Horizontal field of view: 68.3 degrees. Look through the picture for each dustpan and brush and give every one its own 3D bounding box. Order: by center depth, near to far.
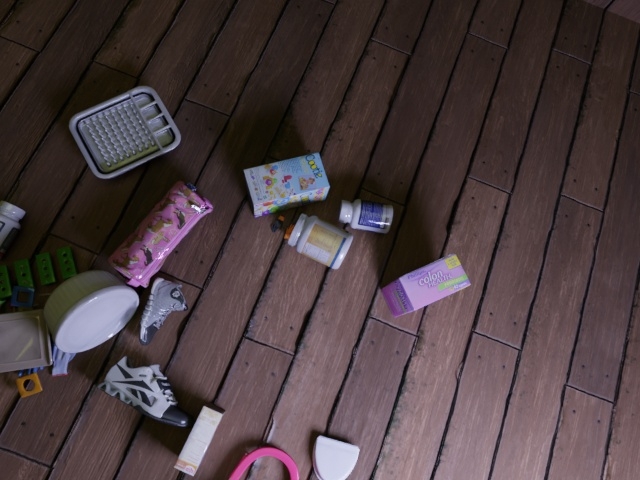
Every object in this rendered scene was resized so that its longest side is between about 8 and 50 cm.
[{"bbox_3d":[0.030,0.755,1.515,0.147,0.060,0.211,16,67,-1],"label":"dustpan and brush"}]

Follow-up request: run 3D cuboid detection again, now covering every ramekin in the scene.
[{"bbox_3d":[-0.720,0.211,1.469,0.273,0.273,0.127,-42,70,-15],"label":"ramekin"}]

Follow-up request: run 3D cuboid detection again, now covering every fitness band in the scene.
[{"bbox_3d":[-0.194,0.794,1.476,0.209,0.054,0.290,34,75,0],"label":"fitness band"}]

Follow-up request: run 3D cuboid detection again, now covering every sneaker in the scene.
[{"bbox_3d":[-0.522,0.468,1.475,0.331,0.122,0.146,24,66,10],"label":"sneaker"},{"bbox_3d":[-0.514,0.242,1.571,0.132,0.086,0.228,11,73,-6],"label":"sneaker"}]

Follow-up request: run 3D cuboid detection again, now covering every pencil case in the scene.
[{"bbox_3d":[-0.540,-0.021,1.600,0.160,0.167,0.386,41,74,-13],"label":"pencil case"}]

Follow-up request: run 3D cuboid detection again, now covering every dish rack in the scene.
[{"bbox_3d":[-0.707,-0.388,1.727,0.333,0.072,0.285,-29,81,-14],"label":"dish rack"}]

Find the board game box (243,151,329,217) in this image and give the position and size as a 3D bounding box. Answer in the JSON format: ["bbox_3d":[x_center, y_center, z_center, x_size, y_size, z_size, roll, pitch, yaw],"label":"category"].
[{"bbox_3d":[-0.125,-0.199,1.707,0.276,0.142,0.144,-15,77,-10],"label":"board game box"}]

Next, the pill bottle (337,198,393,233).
[{"bbox_3d":[0.162,-0.092,1.728,0.187,0.112,0.111,10,74,-5],"label":"pill bottle"}]

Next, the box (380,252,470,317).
[{"bbox_3d":[0.351,0.160,1.614,0.214,0.243,0.117,-22,78,-13],"label":"box"}]

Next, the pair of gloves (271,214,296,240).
[{"bbox_3d":[-0.134,-0.048,1.733,0.083,0.010,0.074,29,74,2],"label":"pair of gloves"}]

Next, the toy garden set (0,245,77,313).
[{"bbox_3d":[-0.929,0.153,1.565,0.244,0.049,0.203,-18,76,-12],"label":"toy garden set"}]

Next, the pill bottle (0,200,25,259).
[{"bbox_3d":[-1.069,-0.036,1.567,0.108,0.108,0.180,23,73,0],"label":"pill bottle"}]

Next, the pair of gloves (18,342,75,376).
[{"bbox_3d":[-0.883,0.360,1.525,0.198,0.023,0.159,1,75,-6],"label":"pair of gloves"}]

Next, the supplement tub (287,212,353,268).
[{"bbox_3d":[0.000,0.000,1.666,0.200,0.144,0.144,26,73,1],"label":"supplement tub"}]

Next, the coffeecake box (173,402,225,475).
[{"bbox_3d":[-0.368,0.607,1.456,0.068,0.142,0.185,25,74,-1],"label":"coffeecake box"}]

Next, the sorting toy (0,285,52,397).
[{"bbox_3d":[-0.947,0.315,1.483,0.196,0.047,0.347,-6,90,-7],"label":"sorting toy"}]
